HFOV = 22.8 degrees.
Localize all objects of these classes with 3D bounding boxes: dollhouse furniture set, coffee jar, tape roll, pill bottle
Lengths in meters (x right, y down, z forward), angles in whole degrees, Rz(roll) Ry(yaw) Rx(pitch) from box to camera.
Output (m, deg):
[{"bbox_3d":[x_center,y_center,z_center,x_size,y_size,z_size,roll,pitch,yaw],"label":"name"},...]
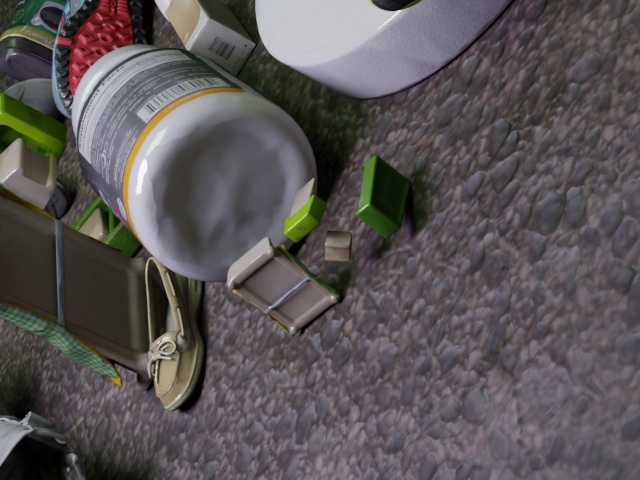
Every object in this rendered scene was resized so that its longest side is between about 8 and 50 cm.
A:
[{"bbox_3d":[0.000,0.000,1.219,0.151,0.076,0.058,-40,24,34],"label":"dollhouse furniture set"},{"bbox_3d":[-0.340,-0.278,1.978,0.079,0.096,0.184,-21,49,55],"label":"coffee jar"},{"bbox_3d":[0.083,-0.305,1.325,0.392,0.072,0.392,-38,38,38],"label":"tape roll"},{"bbox_3d":[-0.122,-0.080,1.387,0.162,0.162,0.278,-61,28,6],"label":"pill bottle"},{"bbox_3d":[-0.272,0.034,1.503,0.151,0.197,0.301,-46,32,27],"label":"dollhouse furniture set"}]

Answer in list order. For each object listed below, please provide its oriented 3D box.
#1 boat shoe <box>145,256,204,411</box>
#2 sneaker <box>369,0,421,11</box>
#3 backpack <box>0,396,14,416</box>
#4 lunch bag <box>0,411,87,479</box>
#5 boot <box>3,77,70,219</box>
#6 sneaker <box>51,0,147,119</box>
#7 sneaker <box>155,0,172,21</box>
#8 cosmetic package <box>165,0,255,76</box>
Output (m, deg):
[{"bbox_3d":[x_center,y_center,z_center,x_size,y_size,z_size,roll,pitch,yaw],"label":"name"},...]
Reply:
[{"bbox_3d":[-0.134,0.080,1.392,0.056,0.048,0.153,-39,37,38],"label":"boat shoe"},{"bbox_3d":[0.056,-0.239,1.172,0.094,0.081,0.208,-40,30,48],"label":"sneaker"},{"bbox_3d":[-0.418,0.199,1.594,0.191,0.225,0.253,-41,24,-4],"label":"backpack"},{"bbox_3d":[-0.301,0.289,1.378,0.235,0.169,0.287,-3,69,58],"label":"lunch bag"},{"bbox_3d":[-0.341,-0.108,1.874,0.189,0.076,0.208,-2,40,28],"label":"boot"},{"bbox_3d":[-0.255,-0.220,1.818,0.125,0.104,0.262,121,161,-48],"label":"sneaker"},{"bbox_3d":[-0.151,-0.290,1.720,0.070,0.051,0.134,-36,43,32],"label":"sneaker"},{"bbox_3d":[-0.111,-0.212,1.582,0.041,0.060,0.115,-56,28,14],"label":"cosmetic package"}]
